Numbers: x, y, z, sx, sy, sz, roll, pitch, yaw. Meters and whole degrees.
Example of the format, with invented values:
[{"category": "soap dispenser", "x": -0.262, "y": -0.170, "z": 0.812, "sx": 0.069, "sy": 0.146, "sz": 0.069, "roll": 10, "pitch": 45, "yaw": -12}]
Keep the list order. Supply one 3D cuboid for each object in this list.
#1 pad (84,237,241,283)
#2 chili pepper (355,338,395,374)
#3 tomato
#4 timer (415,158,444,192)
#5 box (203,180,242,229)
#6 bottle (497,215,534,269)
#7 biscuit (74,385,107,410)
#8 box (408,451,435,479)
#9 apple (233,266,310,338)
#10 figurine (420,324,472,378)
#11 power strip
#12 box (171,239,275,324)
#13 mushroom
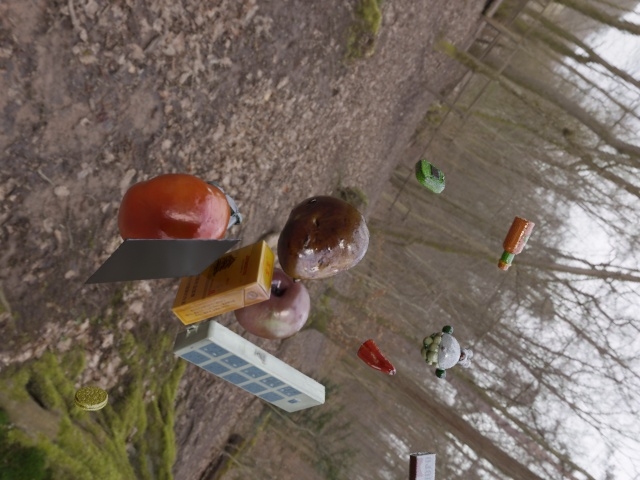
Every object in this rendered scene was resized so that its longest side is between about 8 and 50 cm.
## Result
[{"category": "pad", "x": -0.288, "y": 0.036, "z": 0.924, "sx": 0.170, "sy": 0.006, "sz": 0.245, "roll": -35, "pitch": 158, "yaw": 34}, {"category": "chili pepper", "x": 0.221, "y": 0.451, "z": 1.853, "sx": 0.065, "sy": 0.169, "sz": 0.088, "roll": 20, "pitch": 101, "yaw": -47}, {"category": "tomato", "x": -0.338, "y": -0.046, "z": 1.147, "sx": 0.259, "sy": 0.180, "sz": 0.260, "roll": -7, "pitch": 160, "yaw": -3}, {"category": "timer", "x": 0.425, "y": -0.252, "z": 1.906, "sx": 0.047, "sy": 0.128, "sz": 0.140, "roll": -48, "pitch": -161, "yaw": 38}, {"category": "box", "x": -0.371, "y": -0.075, "z": 1.465, "sx": 0.243, "sy": 0.163, "sz": 0.135, "roll": 4, "pitch": -135, "yaw": 42}, {"category": "bottle", "x": 0.657, "y": 0.013, "z": 1.676, "sx": 0.069, "sy": 0.069, "sz": 0.187, "roll": -42, "pitch": 154, "yaw": -71}, {"category": "biscuit", "x": -0.621, "y": 0.427, "z": 1.333, "sx": 0.084, "sy": 0.084, "sz": 0.023, "roll": -42, "pitch": 151, "yaw": -71}, {"category": "box", "x": 0.321, "y": 0.775, "z": 1.569, "sx": 0.036, "sy": 0.115, "sz": 0.178, "roll": -9, "pitch": -110, "yaw": 44}, {"category": "apple", "x": -0.189, "y": 0.239, "z": 1.908, "sx": 0.306, "sy": 0.305, "sz": 0.235, "roll": -48, "pitch": 166, "yaw": -34}, {"category": "figurine", "x": 0.351, "y": 0.310, "z": 1.365, "sx": 0.197, "sy": 0.093, "sz": 0.147, "roll": 30, "pitch": 68, "yaw": -50}, {"category": "power strip", "x": -0.126, "y": 0.265, "z": 0.989, "sx": 0.106, "sy": 0.367, "sz": 0.043, "roll": -26, "pitch": -139, "yaw": 30}, {"category": "box", "x": -0.270, "y": 0.119, "z": 1.388, "sx": 0.274, "sy": 0.076, "sz": 0.174, "roll": -19, "pitch": -141, "yaw": 16}, {"category": "mushroom", "x": 0.000, "y": 0.000, "z": 1.750, "sx": 0.345, "sy": 0.345, "sz": 0.260, "roll": -48, "pitch": 150, "yaw": -23}]
